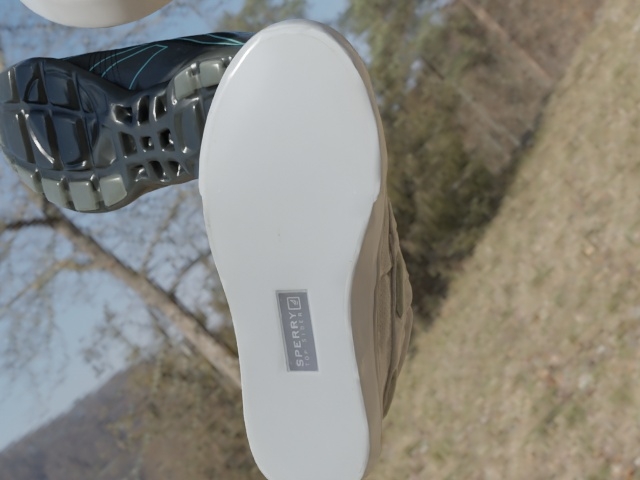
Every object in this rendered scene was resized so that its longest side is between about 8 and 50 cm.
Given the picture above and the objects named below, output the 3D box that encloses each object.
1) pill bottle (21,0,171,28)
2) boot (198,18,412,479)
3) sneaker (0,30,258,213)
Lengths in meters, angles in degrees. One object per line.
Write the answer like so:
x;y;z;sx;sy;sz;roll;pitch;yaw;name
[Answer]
-0.205;-0.332;0.941;0.224;0.224;0.392;-43;-21;-10;pill bottle
0.000;0.000;0.704;0.123;0.095;0.258;-60;-28;-64;boot
-0.092;-0.076;0.813;0.267;0.101;0.106;4;22;35;sneaker
